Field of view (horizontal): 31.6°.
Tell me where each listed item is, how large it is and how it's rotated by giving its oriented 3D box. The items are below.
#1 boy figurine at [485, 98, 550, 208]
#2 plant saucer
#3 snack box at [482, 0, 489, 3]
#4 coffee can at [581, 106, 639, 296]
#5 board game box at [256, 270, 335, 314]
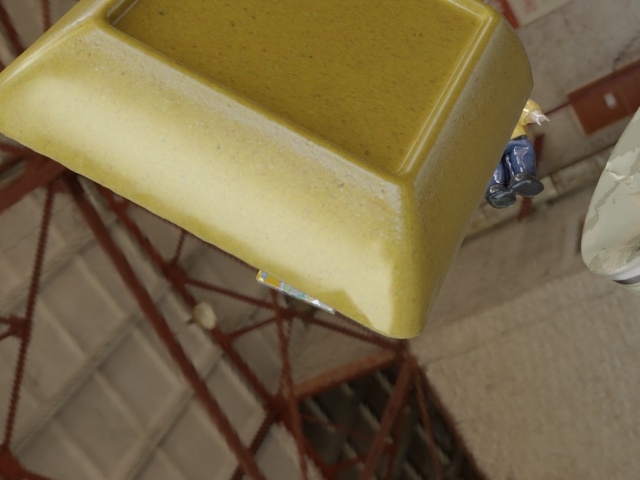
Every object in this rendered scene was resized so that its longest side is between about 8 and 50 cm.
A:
[{"bbox_3d":[0.326,-0.206,2.049,0.092,0.177,0.285,29,-135,-53],"label":"boy figurine"},{"bbox_3d":[-0.015,-0.133,0.816,0.333,0.081,0.333,28,-133,3],"label":"plant saucer"},{"bbox_3d":[0.095,-0.409,1.436,0.322,0.187,0.060,42,-179,15],"label":"snack box"},{"bbox_3d":[0.335,0.002,0.707,0.275,0.201,0.201,29,-149,-5],"label":"coffee can"},{"bbox_3d":[0.000,0.000,1.389,0.026,0.103,0.154,68,-135,-75],"label":"board game box"}]
